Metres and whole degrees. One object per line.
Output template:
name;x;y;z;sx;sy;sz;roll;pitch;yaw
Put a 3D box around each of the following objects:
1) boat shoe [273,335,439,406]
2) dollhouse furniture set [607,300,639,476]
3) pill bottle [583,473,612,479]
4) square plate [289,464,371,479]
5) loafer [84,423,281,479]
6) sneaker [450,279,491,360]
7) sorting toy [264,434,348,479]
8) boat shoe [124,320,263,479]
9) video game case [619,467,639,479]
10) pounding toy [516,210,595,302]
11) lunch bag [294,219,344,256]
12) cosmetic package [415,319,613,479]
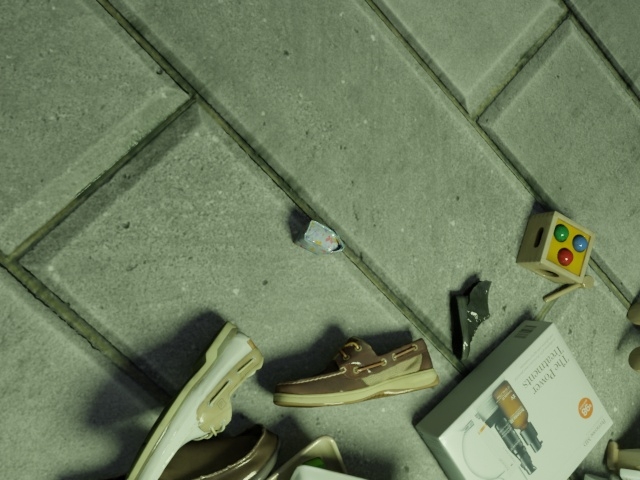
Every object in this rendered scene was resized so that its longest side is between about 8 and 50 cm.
boat shoe;0.068;0.249;0.990;0.341;0.123;0.123;-4;73;-19
dollhouse furniture set;0.878;0.396;1.235;0.362;0.256;0.394;35;54;-14
pill bottle;0.627;0.671;1.119;0.153;0.153;0.265;19;79;-17
square plate;0.063;0.571;0.892;0.343;0.049;0.347;18;108;-11
loafer;-0.241;0.395;0.852;0.365;0.134;0.130;-21;93;-20
sneaker;0.335;0.173;1.115;0.089;0.051;0.170;-1;82;-15
sorting toy;-0.041;0.468;0.919;0.208;0.038;0.193;-30;127;-17
boat shoe;-0.196;0.278;0.849;0.103;0.113;0.302;38;53;-8
video game case;0.801;0.579;1.153;0.190;0.173;0.022;49;50;-29
pounding toy;0.575;0.059;1.186;0.206;0.094;0.181;25;78;-15
lunch bag;0.000;0.000;1.004;0.083;0.071;0.053;29;73;-12
cosmetic package;0.429;0.399;1.102;0.377;0.097;0.284;-36;99;-20
